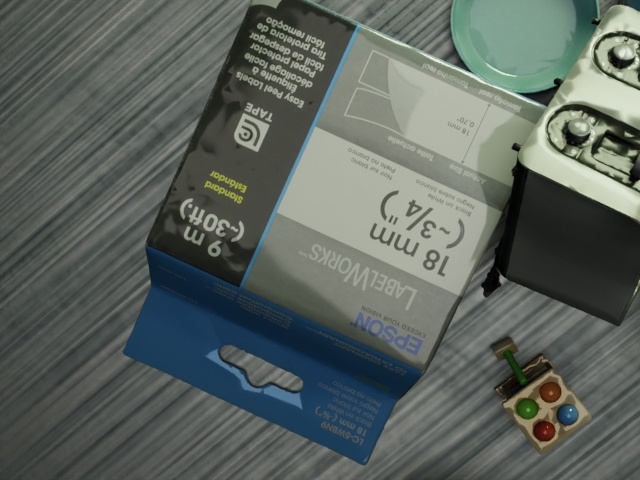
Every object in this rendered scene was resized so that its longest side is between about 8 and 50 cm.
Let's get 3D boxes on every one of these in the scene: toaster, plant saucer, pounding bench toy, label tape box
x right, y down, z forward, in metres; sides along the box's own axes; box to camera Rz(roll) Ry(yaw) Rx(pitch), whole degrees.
[{"bbox_3d":[0.209,-0.045,0.758,0.110,0.185,0.168,27,63,19],"label":"toaster"},{"bbox_3d":[0.165,-0.179,0.844,0.119,0.021,0.119,0,96,4],"label":"plant saucer"},{"bbox_3d":[0.172,0.122,0.847,0.052,0.065,0.083,-38,91,6],"label":"pounding bench toy"},{"bbox_3d":[0.000,0.000,0.827,0.241,0.106,0.333,25,96,2],"label":"label tape box"}]

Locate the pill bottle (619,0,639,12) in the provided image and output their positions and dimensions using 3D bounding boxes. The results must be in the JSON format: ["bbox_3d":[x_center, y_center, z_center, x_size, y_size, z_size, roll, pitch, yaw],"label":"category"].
[{"bbox_3d":[0.282,-0.187,0.767,0.087,0.160,0.087,0,95,4],"label":"pill bottle"}]
